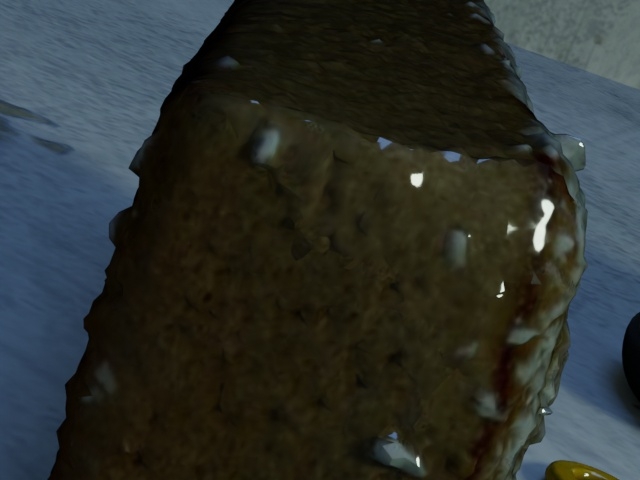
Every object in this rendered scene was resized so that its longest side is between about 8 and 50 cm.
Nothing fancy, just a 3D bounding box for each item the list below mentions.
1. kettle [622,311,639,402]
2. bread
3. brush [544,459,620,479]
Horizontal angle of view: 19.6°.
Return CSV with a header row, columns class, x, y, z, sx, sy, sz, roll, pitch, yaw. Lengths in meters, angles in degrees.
class,x,y,z,sx,sy,sz,roll,pitch,yaw
kettle,0.256,0.043,0.892,0.221,0.161,0.236,-5,14,9
bread,0.000,0.000,0.605,0.113,0.165,0.416,19,15,-3
brush,0.126,0.132,0.610,0.103,0.013,0.272,18,13,-15
